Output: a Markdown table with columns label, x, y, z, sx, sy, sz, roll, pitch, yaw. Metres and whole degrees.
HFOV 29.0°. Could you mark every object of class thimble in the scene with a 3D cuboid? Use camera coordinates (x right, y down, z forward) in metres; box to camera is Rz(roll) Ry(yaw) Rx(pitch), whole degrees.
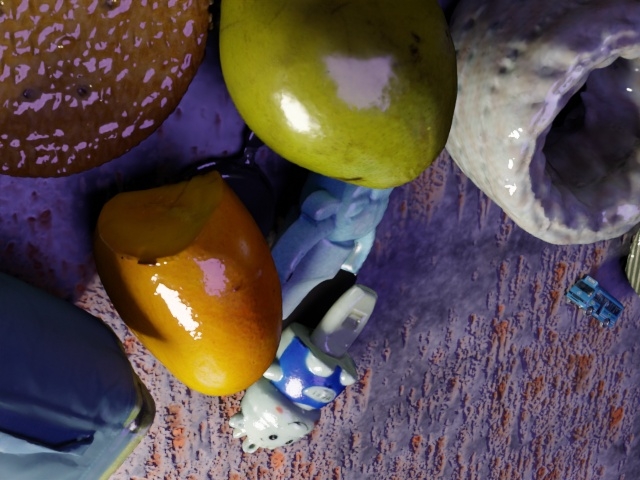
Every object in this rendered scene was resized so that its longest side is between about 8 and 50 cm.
| label | x | y | z | sx | sy | sz | roll | pitch | yaw |
| --- | --- | --- | --- | --- | --- | --- | --- | --- | --- |
| thimble | 0.275 | -0.154 | 1.331 | 0.292 | 0.195 | 0.291 | -16 | 128 | -21 |

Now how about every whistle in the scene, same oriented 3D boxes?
| label | x | y | z | sx | sy | sz | roll | pitch | yaw |
| --- | --- | --- | --- | --- | --- | --- | --- | --- | --- |
| whistle | -0.015 | 0.153 | 1.416 | 0.110 | 0.092 | 0.244 | 28 | 106 | -38 |
| whistle | 0.012 | -0.028 | 1.312 | 0.274 | 0.093 | 0.186 | -59 | 159 | 18 |

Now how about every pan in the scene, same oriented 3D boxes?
| label | x | y | z | sx | sy | sz | roll | pitch | yaw |
| --- | --- | --- | --- | --- | --- | --- | --- | --- | --- |
| pan | -0.085 | -0.065 | 1.280 | 0.136 | 0.028 | 0.235 | 15 | 111 | -36 |

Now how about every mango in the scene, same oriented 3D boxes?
| label | x | y | z | sx | sy | sz | roll | pitch | yaw |
| --- | --- | --- | --- | --- | --- | --- | --- | --- | --- |
| mango | -0.119 | 0.066 | 1.233 | 0.138 | 0.187 | 0.257 | -65 | 143 | -40 |

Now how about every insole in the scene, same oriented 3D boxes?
| label | x | y | z | sx | sy | sz | roll | pitch | yaw |
| --- | --- | --- | --- | --- | --- | --- | --- | --- | --- |
| insole | 0.000 | 0.000 | 1.391 | 0.119 | 0.009 | 0.348 | -7 | 124 | -29 |

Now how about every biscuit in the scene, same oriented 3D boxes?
| label | x | y | z | sx | sy | sz | roll | pitch | yaw |
| --- | --- | --- | --- | --- | --- | --- | --- | --- | --- |
| biscuit | -0.239 | -0.190 | 1.097 | 0.305 | 0.038 | 0.305 | -15 | 128 | -21 |

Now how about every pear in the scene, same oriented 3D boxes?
| label | x | y | z | sx | sy | sz | roll | pitch | yaw |
| --- | --- | --- | --- | --- | --- | --- | --- | --- | --- |
| pear | 0.019 | -0.167 | 1.156 | 0.212 | 0.212 | 0.269 | -39 | 108 | -3 |

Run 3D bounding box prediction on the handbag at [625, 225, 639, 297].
| label | x | y | z | sx | sy | sz | roll | pitch | yaw |
| --- | --- | --- | --- | --- | --- | --- | --- | --- | --- |
| handbag | 0.566 | -0.021 | 1.571 | 0.247 | 0.240 | 0.340 | 10 | 116 | -31 |

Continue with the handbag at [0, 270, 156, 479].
| label | x | y | z | sx | sy | sz | roll | pitch | yaw |
| --- | --- | --- | --- | --- | --- | --- | --- | --- | --- |
| handbag | -0.331 | 0.152 | 1.152 | 0.263 | 0.222 | 0.241 | -49 | 137 | 7 |

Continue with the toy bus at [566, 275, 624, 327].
| label | x | y | z | sx | sy | sz | roll | pitch | yaw |
| --- | --- | --- | --- | --- | --- | --- | --- | --- | --- |
| toy bus | 0.367 | 0.082 | 1.649 | 0.083 | 0.038 | 0.046 | 32 | 96 | -43 |
